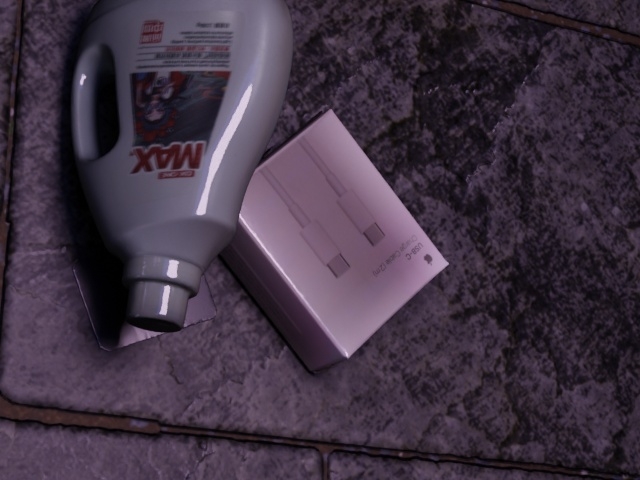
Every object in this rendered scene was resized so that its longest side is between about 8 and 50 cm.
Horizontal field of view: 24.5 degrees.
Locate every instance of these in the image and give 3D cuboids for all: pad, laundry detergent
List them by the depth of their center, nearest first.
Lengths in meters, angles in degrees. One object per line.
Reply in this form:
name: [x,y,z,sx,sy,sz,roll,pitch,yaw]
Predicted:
laundry detergent: [-0.176,-0.094,1.673,0.264,0.125,0.398,1,71,18]
pad: [-0.204,0.059,1.730,0.157,0.003,0.112,-16,82,-31]

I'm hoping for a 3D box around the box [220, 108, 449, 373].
box: [0.000,0.000,1.799,0.203,0.106,0.252,-40,96,-32]
